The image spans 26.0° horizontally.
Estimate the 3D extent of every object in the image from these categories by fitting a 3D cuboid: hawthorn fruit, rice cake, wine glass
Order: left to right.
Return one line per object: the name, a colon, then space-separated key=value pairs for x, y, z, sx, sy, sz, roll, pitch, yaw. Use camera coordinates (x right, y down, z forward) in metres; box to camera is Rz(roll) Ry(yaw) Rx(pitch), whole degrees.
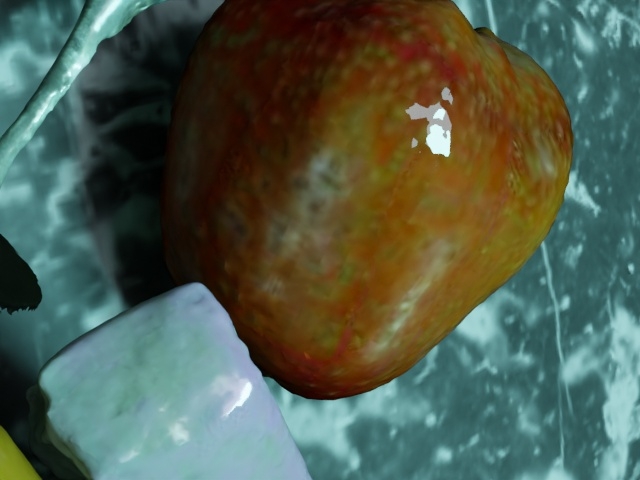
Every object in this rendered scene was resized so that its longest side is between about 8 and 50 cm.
wine glass: x=-0.062 y=-0.102 z=0.487 sx=0.074 sy=0.074 sz=0.262 roll=48 pitch=60 yaw=-37
rice cake: x=-0.004 y=0.153 z=0.522 sx=0.072 sy=0.056 sz=0.365 roll=-37 pitch=132 yaw=-13
hawthorn fruit: x=0.000 y=0.000 z=0.532 sx=0.162 sy=0.162 sz=0.203 roll=21 pitch=100 yaw=-47

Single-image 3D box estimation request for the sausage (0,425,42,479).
sausage: x=-0.088 y=0.161 z=0.444 sx=0.112 sy=0.112 sz=0.328 roll=-56 pitch=128 yaw=-33
